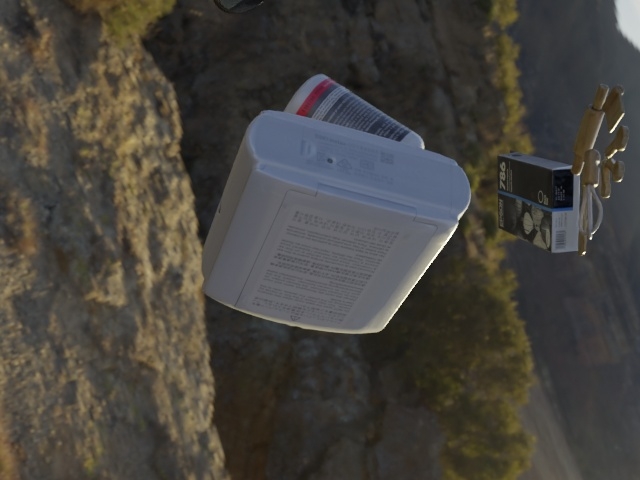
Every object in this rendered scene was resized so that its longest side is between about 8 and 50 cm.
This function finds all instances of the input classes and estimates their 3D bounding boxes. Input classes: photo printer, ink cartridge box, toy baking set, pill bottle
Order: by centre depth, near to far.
[{"bbox_3d":[0.000,0.000,1.117,0.307,0.256,0.107,117,-18,-52],"label":"photo printer"},{"bbox_3d":[0.418,-0.112,1.458,0.197,0.030,0.256,-82,180,-48],"label":"toy baking set"},{"bbox_3d":[0.082,-0.159,1.777,0.318,0.176,0.176,34,11,10],"label":"pill bottle"},{"bbox_3d":[0.427,-0.087,1.936,0.332,0.065,0.165,-137,-137,-75],"label":"ink cartridge box"}]

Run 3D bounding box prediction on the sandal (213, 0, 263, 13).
[{"bbox_3d":[-0.109,-0.477,1.603,0.090,0.219,0.060,35,-5,-42],"label":"sandal"}]
